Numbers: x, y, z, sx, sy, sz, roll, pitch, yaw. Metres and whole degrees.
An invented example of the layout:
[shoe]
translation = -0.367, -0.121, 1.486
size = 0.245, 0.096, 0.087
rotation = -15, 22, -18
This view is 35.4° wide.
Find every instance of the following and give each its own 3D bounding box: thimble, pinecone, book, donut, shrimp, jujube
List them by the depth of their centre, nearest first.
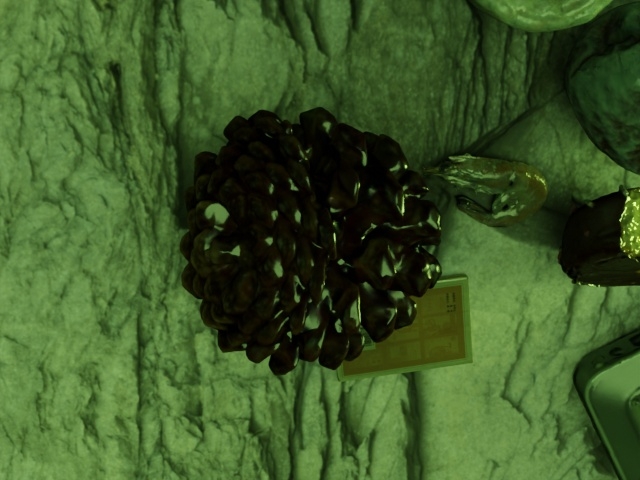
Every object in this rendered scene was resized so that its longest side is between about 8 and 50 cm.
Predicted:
[thimble]
translation = 0.318, -0.453, 1.451
size = 0.291, 0.195, 0.291
rotation = -2, 111, -6
[pinecone]
translation = 0.000, 0.000, 1.473
size = 0.398, 0.398, 0.397
rotation = -2, 110, -7
[jujube]
translation = 0.533, -0.222, 1.543
size = 0.246, 0.215, 0.308
rotation = -21, 130, 38
[donut]
translation = 0.539, -0.001, 1.619
size = 0.345, 0.259, 0.136
rotation = 1, 78, -17
[shrimp]
translation = 0.268, -0.081, 1.657
size = 0.223, 0.047, 0.126
rotation = 9, 118, -12
[book]
translation = 0.141, 0.152, 1.734
size = 0.242, 0.018, 0.170
rotation = -8, 111, -4

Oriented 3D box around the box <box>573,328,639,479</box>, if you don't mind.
[box]
translation = 0.700, 0.307, 1.811
size = 0.396, 0.111, 0.396
rotation = -28, 109, 4
